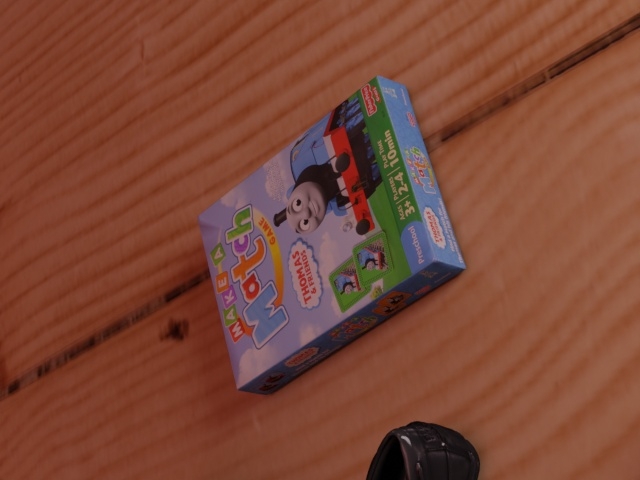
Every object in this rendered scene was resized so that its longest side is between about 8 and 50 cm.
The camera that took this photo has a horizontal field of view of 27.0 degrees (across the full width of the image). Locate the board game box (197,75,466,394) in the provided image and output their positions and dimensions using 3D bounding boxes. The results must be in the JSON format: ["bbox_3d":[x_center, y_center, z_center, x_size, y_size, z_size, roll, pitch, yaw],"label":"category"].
[{"bbox_3d":[0.000,0.000,1.006,0.211,0.039,0.160,-36,56,34],"label":"board game box"}]

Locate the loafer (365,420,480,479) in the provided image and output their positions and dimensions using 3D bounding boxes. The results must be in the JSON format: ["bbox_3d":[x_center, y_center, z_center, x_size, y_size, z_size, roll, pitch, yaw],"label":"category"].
[{"bbox_3d":[0.041,0.227,0.875,0.076,0.078,0.223,14,90,47],"label":"loafer"}]
